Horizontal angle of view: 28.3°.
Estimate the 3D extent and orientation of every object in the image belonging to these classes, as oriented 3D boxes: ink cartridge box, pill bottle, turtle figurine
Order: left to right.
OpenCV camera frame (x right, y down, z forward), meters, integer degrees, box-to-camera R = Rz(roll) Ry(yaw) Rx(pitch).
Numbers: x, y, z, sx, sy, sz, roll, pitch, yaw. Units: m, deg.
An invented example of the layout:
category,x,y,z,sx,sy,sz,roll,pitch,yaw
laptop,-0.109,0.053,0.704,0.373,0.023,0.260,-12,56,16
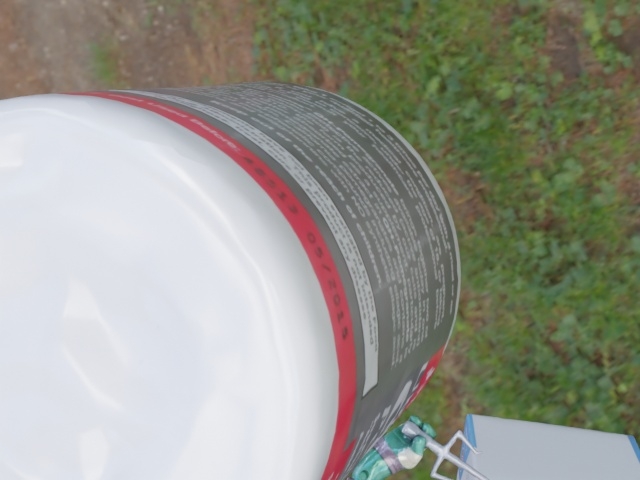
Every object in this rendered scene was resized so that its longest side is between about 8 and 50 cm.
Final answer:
category,x,y,z,sx,sy,sz,roll,pitch,yaw
pill bottle,-0.039,0.022,0.528,0.176,0.318,0.176,3,99,17
turtle figurine,0.012,0.197,0.842,0.234,0.175,0.118,17,121,-3
ink cartridge box,0.240,0.360,1.383,0.197,0.198,0.270,7,104,2
